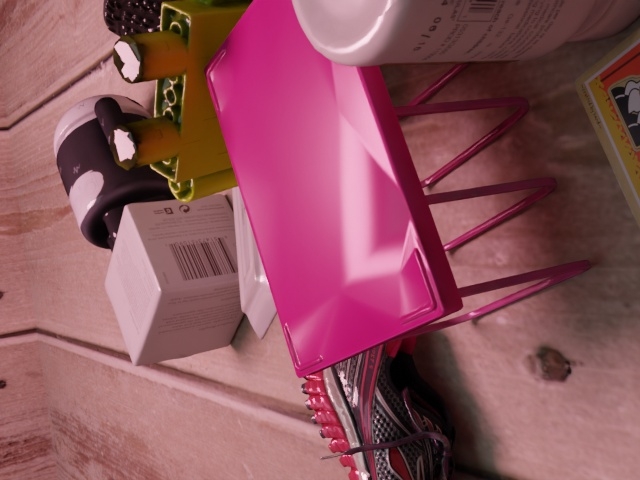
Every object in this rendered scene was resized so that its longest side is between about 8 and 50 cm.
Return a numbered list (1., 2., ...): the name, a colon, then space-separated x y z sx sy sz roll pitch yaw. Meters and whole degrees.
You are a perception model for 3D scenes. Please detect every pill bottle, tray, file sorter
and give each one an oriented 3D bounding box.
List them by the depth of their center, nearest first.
1. pill bottle: 0.105 -0.180 0.520 0.131 0.229 0.131 21 115 54
2. file sorter: 0.059 -0.067 0.667 0.202 0.182 0.290 -35 69 54
3. tray: -0.080 -0.032 0.957 0.145 0.030 0.270 120 147 -59

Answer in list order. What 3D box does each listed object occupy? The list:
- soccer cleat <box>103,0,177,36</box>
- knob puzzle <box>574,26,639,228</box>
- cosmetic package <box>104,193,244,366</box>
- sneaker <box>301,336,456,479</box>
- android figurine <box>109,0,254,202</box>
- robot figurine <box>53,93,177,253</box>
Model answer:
1. soccer cleat: -0.233 -0.409 1.143 0.318 0.109 0.116 130 146 -54
2. knob puzzle: 0.254 -0.076 0.499 0.213 0.030 0.213 20 113 55
3. cosmetic package: -0.197 0.055 1.132 0.151 0.151 0.183 61 142 29
4. sneaker: 0.089 0.222 0.764 0.112 0.121 0.299 -34 74 23
5. android figurine: -0.087 -0.158 0.806 0.056 0.273 0.248 29 126 29
6. robot figurine: -0.307 -0.099 1.257 0.209 0.174 0.278 -43 59 26
